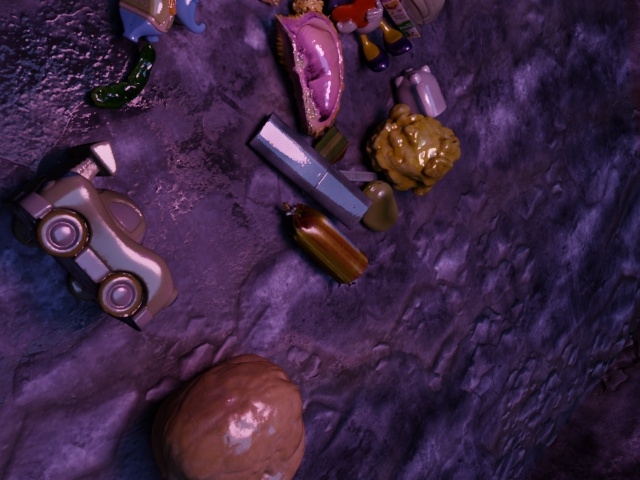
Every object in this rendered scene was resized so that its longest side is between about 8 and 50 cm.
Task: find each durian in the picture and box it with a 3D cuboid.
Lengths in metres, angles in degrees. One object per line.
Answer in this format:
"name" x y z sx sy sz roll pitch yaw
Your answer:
"durian" -0.026 -0.445 1.453 0.191 0.112 0.341 -44 130 -36

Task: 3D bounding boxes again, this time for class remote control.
"remote control" -0.020 -0.178 1.486 0.377 0.044 0.107 38 90 -24

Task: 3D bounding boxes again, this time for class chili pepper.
"chili pepper" -0.410 -0.341 1.186 0.182 0.050 0.073 -51 132 -16

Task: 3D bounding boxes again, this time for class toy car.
"toy car" -0.433 -0.006 1.114 0.226 0.242 0.336 -49 122 -25

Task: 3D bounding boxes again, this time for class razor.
"razor" 0.063 -0.187 1.594 0.277 0.056 0.111 -3 98 -38

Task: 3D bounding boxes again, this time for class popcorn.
"popcorn" 0.264 -0.263 1.638 0.250 0.242 0.235 35 38 -2
"popcorn" -0.033 -0.610 1.437 0.082 0.083 0.057 6 128 -8

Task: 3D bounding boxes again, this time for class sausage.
"sausage" -0.001 0.002 1.537 0.317 0.117 0.125 42 57 -34

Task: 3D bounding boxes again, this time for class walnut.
"walnut" -0.210 0.455 1.314 0.381 0.381 0.381 -7 102 -38

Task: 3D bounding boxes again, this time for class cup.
"cup" 0.290 -0.437 1.677 0.173 0.134 0.142 -55 128 -44

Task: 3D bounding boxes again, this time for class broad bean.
"broad bean" 0.175 -0.102 1.672 0.124 0.082 0.175 -27 123 -14

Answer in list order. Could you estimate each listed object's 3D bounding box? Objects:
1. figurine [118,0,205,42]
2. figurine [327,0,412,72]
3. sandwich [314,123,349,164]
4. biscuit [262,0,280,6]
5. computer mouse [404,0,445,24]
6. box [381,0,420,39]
"figurine" -0.323 -0.535 1.187 0.180 0.154 0.262 16 104 -48
"figurine" 0.094 -0.650 1.478 0.421 0.154 0.193 45 32 -39
"sandwich" 0.049 -0.272 1.513 0.074 0.116 0.074 -34 85 -42
"biscuit" -0.132 -0.708 1.362 0.131 0.025 0.231 15 90 -32
"computer mouse" 0.250 -0.803 1.589 0.429 0.145 0.228 33 79 -37
"box" 0.236 -0.655 1.613 0.207 0.049 0.041 24 63 -59
